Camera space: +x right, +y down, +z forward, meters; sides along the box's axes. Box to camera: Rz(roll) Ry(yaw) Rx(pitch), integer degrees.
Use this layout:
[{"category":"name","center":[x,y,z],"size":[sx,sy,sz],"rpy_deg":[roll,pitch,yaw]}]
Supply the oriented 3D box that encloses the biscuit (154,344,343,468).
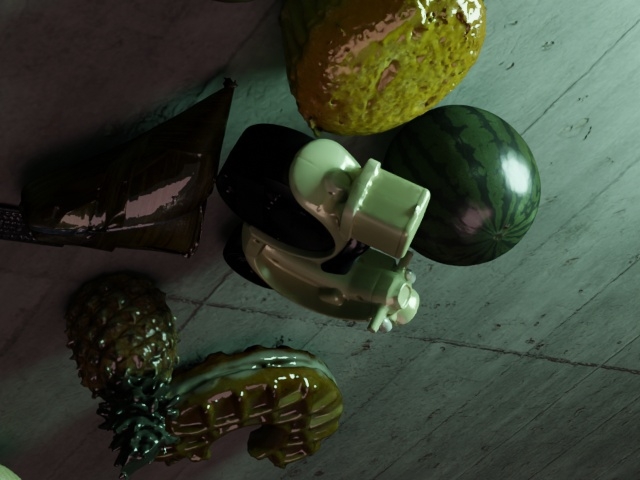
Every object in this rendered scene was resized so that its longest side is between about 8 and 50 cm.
[{"category":"biscuit","center":[-0.118,0.274,1.871],"size":[0.366,0.115,0.268],"rpy_deg":[9,135,-40]}]

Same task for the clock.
[{"category":"clock","center":[0.000,0.000,1.413],"size":[0.120,0.276,0.379],"rpy_deg":[-62,169,-20]}]

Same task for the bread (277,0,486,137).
[{"category":"bread","center":[0.068,-0.223,1.268],"size":[0.240,0.139,0.240],"rpy_deg":[-15,146,-11]}]

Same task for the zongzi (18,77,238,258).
[{"category":"zongzi","center":[-0.223,-0.089,1.322],"size":[0.221,0.112,0.242],"rpy_deg":[0,132,-28]}]

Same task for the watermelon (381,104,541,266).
[{"category":"watermelon","center":[0.178,-0.072,1.477],"size":[0.212,0.212,0.212],"rpy_deg":[-15,145,-11]}]

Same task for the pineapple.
[{"category":"pineapple","center":[-0.255,0.187,1.528],"size":[0.157,0.279,0.158],"rpy_deg":[-12,144,-9]}]

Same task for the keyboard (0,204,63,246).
[{"category":"keyboard","center":[-0.393,-0.022,1.397],"size":[0.198,0.010,0.063],"rpy_deg":[9,137,-38]}]

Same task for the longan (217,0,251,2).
[{"category":"longan","center":[-0.093,-0.310,1.044],"size":[0.167,0.167,0.187],"rpy_deg":[-29,133,9]}]

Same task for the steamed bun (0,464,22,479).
[{"category":"steamed bun","center":[-0.561,0.382,1.768],"size":[0.212,0.110,0.231],"rpy_deg":[18,135,-21]}]
